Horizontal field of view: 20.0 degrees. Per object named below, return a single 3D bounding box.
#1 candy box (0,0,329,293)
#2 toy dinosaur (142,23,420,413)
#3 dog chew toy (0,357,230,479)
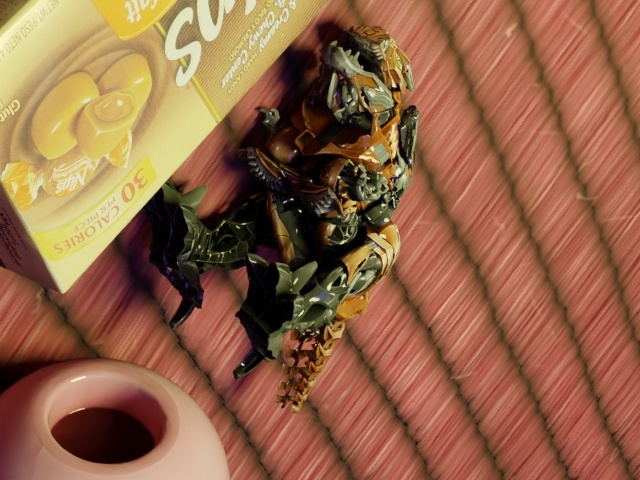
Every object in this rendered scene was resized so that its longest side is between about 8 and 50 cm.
[{"bbox_3d":[-0.122,-0.144,1.144,0.316,0.087,0.183,-51,142,-27],"label":"candy box"},{"bbox_3d":[0.000,0.000,1.392,0.218,0.164,0.322,-25,114,-40],"label":"toy dinosaur"},{"bbox_3d":[-0.184,0.249,1.416,0.206,0.207,0.332,-13,137,-28],"label":"dog chew toy"}]
